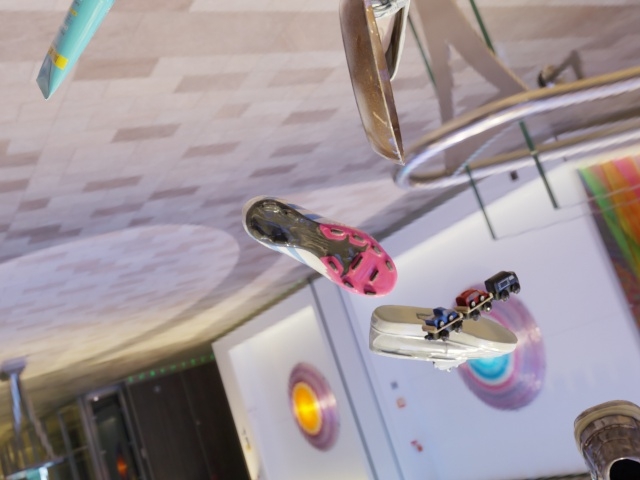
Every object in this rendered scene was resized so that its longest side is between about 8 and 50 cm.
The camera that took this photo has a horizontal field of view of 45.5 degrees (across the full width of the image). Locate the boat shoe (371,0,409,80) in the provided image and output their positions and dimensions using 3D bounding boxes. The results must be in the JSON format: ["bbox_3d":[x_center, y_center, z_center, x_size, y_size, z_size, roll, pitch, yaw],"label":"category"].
[{"bbox_3d":[0.122,-0.432,1.471,0.118,0.103,0.320,-24,159,-12],"label":"boat shoe"}]

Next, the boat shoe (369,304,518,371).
[{"bbox_3d":[0.183,0.155,1.168,0.227,0.081,0.079,9,-156,-5],"label":"boat shoe"}]

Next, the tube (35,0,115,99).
[{"bbox_3d":[-0.351,-0.302,1.098,0.052,0.080,0.207,26,106,-36],"label":"tube"}]

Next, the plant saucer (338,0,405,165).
[{"bbox_3d":[0.081,-0.268,1.230,0.050,0.311,0.310,-11,170,10],"label":"plant saucer"}]

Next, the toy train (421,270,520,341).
[{"bbox_3d":[0.179,0.074,0.901,0.158,0.036,0.027,-27,-165,-30],"label":"toy train"}]

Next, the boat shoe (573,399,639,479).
[{"bbox_3d":[0.454,0.382,1.024,0.132,0.355,0.130,-35,-169,24],"label":"boat shoe"}]

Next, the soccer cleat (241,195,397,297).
[{"bbox_3d":[0.000,0.000,1.489,0.116,0.331,0.143,-61,-167,5],"label":"soccer cleat"}]
